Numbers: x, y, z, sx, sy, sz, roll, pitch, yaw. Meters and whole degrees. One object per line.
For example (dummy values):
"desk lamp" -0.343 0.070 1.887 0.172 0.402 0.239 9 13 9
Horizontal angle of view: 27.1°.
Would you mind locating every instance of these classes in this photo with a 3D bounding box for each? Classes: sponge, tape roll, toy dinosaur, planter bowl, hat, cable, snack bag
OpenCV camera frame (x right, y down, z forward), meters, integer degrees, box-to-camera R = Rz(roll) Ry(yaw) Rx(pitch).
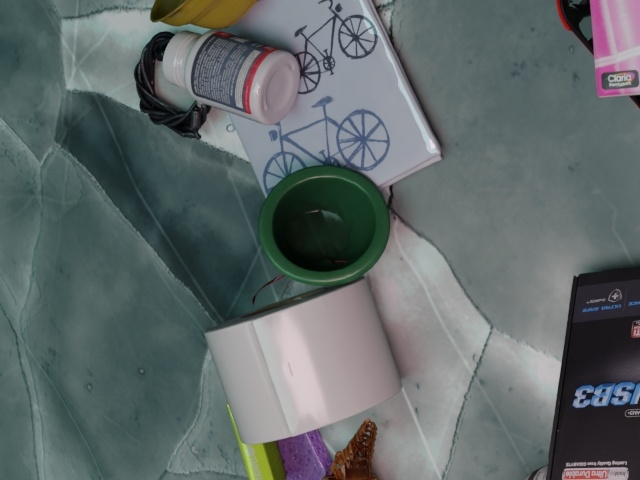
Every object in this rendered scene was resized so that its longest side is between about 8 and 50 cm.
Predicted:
"sponge" -0.065 0.285 2.079 0.117 0.031 0.210 -27 87 40
"tape roll" -0.024 0.167 1.878 0.246 0.246 0.169 -18 90 39
"toy dinosaur" 0.042 0.404 1.942 0.218 0.164 0.322 -118 8 -54
"planter bowl" -0.138 -0.367 1.884 0.090 0.217 0.217 38 133 -23
"hat" 0.000 0.000 1.910 0.208 0.183 0.173 4 76 6
"cable" -0.231 -0.243 2.028 0.184 0.047 0.151 36 133 38
"snack bag" -0.012 -0.210 1.896 0.323 0.037 0.343 -28 84 39

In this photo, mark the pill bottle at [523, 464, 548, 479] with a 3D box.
"pill bottle" 0.352 0.346 1.690 0.283 0.161 0.161 -36 80 39

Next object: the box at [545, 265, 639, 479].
"box" 0.419 0.166 1.540 0.295 0.073 0.293 -8 57 39

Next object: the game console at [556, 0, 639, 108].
"game console" 0.481 -0.259 1.496 0.386 0.060 0.342 52 123 14

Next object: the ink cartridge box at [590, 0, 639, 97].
"ink cartridge box" 0.385 -0.348 1.472 0.175 0.069 0.371 -1 97 34

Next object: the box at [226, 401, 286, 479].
"box" -0.098 0.294 2.016 0.042 0.109 0.178 -15 95 7

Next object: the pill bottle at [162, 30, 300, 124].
"pill bottle" -0.130 -0.237 1.879 0.180 0.108 0.108 21 115 27
